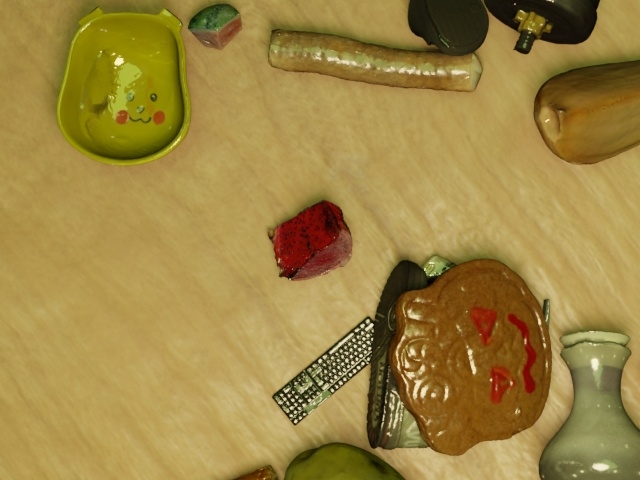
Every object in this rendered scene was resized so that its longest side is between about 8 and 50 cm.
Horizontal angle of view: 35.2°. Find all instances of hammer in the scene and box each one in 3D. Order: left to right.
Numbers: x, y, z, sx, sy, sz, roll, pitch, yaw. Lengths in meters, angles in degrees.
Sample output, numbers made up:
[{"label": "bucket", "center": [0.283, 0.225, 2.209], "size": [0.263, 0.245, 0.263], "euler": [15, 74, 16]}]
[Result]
[{"label": "hammer", "center": [0.254, 0.107, 1.596], "size": [0.226, 0.041, 0.159], "euler": [41, 87, 9]}]

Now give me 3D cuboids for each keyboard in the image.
[{"label": "keyboard", "center": [0.018, 0.209, 1.617], "size": [0.204, 0.013, 0.061], "euler": [-40, 80, -1]}]

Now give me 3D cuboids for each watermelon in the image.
[{"label": "watermelon", "center": [-0.170, -0.358, 1.689], "size": [0.084, 0.092, 0.072], "euler": [-37, 119, 8]}]

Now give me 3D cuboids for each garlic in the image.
[{"label": "garlic", "center": [0.494, -0.207, 1.546], "size": [0.339, 0.196, 0.151], "euler": [-11, 97, 1]}]

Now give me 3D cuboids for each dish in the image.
[{"label": "dish", "center": [-0.309, -0.245, 1.665], "size": [0.221, 0.108, 0.262], "euler": [2, 84, 6]}]

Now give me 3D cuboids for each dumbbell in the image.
[{"label": "dumbbell", "center": [0.390, -0.473, 1.594], "size": [0.185, 0.185, 0.388], "euler": [23, 85, 8]}]

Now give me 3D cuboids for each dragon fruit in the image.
[{"label": "dragon fruit", "center": [0.000, 0.000, 1.618], "size": [0.147, 0.096, 0.102], "euler": [-31, 67, 31]}]

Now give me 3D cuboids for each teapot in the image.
[{"label": "teapot", "center": [0.415, 0.266, 1.501], "size": [0.184, 0.183, 0.250], "euler": [1, 71, 6]}]

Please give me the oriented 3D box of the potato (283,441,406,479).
[{"label": "potato", "center": [0.064, 0.440, 1.479], "size": [0.216, 0.216, 0.304], "euler": [-35, 95, 0]}]

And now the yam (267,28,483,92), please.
[{"label": "yam", "center": [0.087, -0.294, 1.650], "size": [0.357, 0.081, 0.081], "euler": [7, 83, 6]}]

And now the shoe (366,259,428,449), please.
[{"label": "shoe", "center": [0.162, 0.185, 1.565], "size": [0.149, 0.109, 0.292], "euler": [11, 83, -14]}]

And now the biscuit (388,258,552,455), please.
[{"label": "biscuit", "center": [0.229, 0.170, 1.506], "size": [0.257, 0.049, 0.273], "euler": [-17, 90, -18]}]

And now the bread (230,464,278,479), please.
[{"label": "bread", "center": [-0.134, 0.435, 1.554], "size": [0.172, 0.103, 0.132], "euler": [-20, 92, 4]}]

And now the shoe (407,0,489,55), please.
[{"label": "shoe", "center": [0.194, -0.378, 1.654], "size": [0.108, 0.093, 0.241], "euler": [-8, 59, -19]}]
